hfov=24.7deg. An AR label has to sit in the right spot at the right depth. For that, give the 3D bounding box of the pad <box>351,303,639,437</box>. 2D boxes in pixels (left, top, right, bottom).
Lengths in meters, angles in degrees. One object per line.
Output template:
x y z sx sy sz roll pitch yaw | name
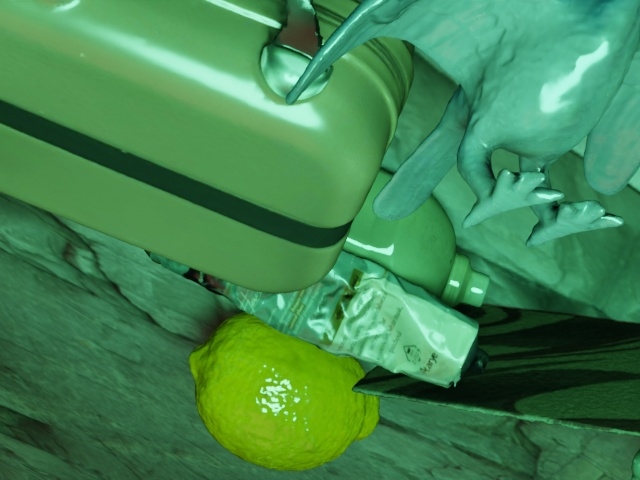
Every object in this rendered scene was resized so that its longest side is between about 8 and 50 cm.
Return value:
0.212 0.093 1.052 0.330 0.220 0.004 6 107 22 | pad

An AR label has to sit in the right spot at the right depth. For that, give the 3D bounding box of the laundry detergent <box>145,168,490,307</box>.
0.000 0.000 1.077 0.253 0.091 0.181 18 150 -1 | laundry detergent

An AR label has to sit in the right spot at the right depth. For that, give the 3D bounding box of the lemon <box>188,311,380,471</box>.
-0.031 0.137 1.316 0.187 0.142 0.142 20 155 -15 | lemon

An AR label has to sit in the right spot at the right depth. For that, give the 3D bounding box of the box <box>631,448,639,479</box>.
0.394 0.206 1.113 0.312 0.175 0.182 -17 105 50 | box

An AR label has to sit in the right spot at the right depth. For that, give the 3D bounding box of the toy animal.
0.116 -0.086 0.743 0.239 0.176 0.255 21 155 -33 | toy animal

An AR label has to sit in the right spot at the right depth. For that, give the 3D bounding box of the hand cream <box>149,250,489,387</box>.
0.002 0.035 1.009 0.248 0.052 0.075 25 119 1 | hand cream

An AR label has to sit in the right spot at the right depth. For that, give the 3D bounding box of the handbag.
-0.090 -0.115 0.844 0.302 0.149 0.283 24 144 -8 | handbag
